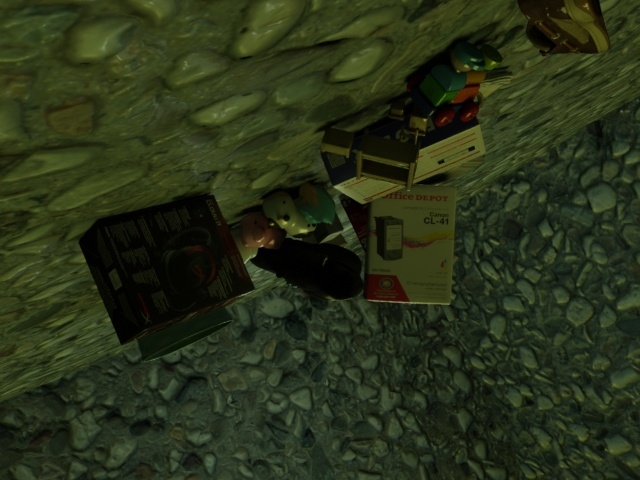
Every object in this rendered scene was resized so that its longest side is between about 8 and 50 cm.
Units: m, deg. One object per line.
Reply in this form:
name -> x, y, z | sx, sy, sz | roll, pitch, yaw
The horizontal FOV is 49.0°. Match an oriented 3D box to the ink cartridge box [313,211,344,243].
ink cartridge box -> 0.005, -0.062, 1.941 | 0.052, 0.122, 0.088 | -22, 172, -27

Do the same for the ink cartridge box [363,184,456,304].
ink cartridge box -> 0.231, 0.007, 1.837 | 0.226, 0.306, 0.131 | 3, -176, 2

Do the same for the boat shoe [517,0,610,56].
boat shoe -> 0.407, -0.375, 1.184 | 0.123, 0.123, 0.342 | -14, 179, 27

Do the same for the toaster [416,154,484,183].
toaster -> 0.307, -0.221, 1.847 | 0.227, 0.129, 0.146 | -23, 172, 33

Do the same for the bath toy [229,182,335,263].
bath toy -> -0.130, -0.024, 1.725 | 0.348, 0.151, 0.129 | -27, -148, 35

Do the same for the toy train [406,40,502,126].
toy train -> 0.286, -0.307, 1.317 | 0.248, 0.105, 0.143 | -18, 157, -45

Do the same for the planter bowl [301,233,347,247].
planter bowl -> 0.000, 0.000, 2.424 | 0.162, 0.109, 0.162 | -25, 173, -3

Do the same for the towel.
towel -> 0.278, -0.294, 1.587 | 0.209, 0.034, 0.285 | -18, 170, -41

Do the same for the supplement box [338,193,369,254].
supplement box -> 0.167, -0.054, 2.090 | 0.130, 0.239, 0.073 | -30, 171, 31

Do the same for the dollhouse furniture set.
dollhouse furniture set -> 0.111, -0.203, 1.393 | 0.182, 0.161, 0.101 | 14, 150, 10

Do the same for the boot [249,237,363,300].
boot -> 0.018, 0.078, 1.952 | 0.367, 0.146, 0.445 | 9, 179, -19

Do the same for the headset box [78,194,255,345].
headset box -> -0.280, 0.046, 1.364 | 0.293, 0.218, 0.110 | -19, 172, -44

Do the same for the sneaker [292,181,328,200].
sneaker -> -0.032, -0.095, 1.807 | 0.071, 0.066, 0.188 | -24, 173, -23

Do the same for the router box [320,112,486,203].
router box -> 0.202, -0.199, 1.602 | 0.335, 0.082, 0.301 | -22, 170, 12

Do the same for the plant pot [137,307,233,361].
plant pot -> -0.439, 0.220, 2.140 | 0.293, 0.196, 0.293 | -26, 172, -4
